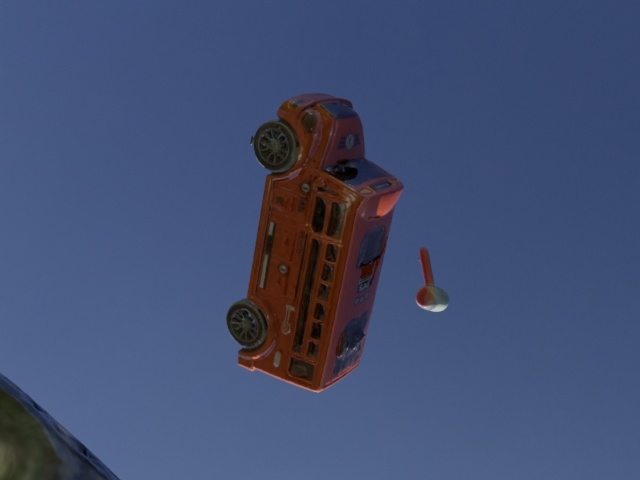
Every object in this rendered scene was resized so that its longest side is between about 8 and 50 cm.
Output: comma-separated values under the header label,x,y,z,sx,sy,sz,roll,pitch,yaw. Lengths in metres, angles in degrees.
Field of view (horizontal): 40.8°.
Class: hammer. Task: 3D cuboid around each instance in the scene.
label,x,y,z,sx,sy,sz,roll,pitch,yaw
hammer,0.136,0.048,1.083,0.031,0.052,0.083,-18,-109,28

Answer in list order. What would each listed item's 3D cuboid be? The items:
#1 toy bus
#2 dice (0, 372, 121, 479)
label,x,y,z,sx,sy,sz,roll,pitch,yaw
toy bus,0.000,0.000,1.011,0.153,0.143,0.329,20,-70,26
dice,-0.268,0.224,0.693,0.183,0.181,0.182,30,-110,34
